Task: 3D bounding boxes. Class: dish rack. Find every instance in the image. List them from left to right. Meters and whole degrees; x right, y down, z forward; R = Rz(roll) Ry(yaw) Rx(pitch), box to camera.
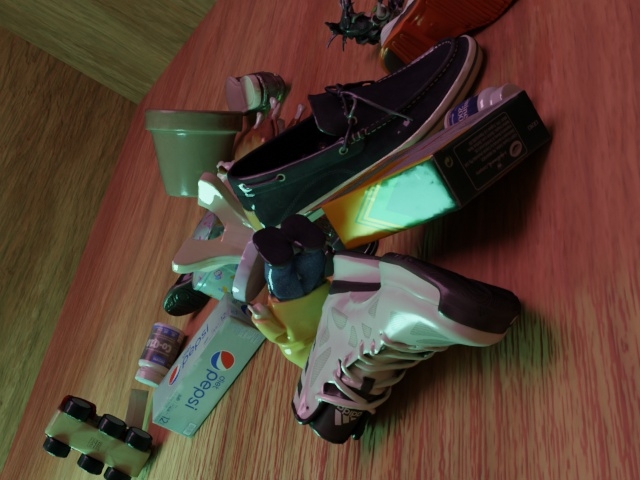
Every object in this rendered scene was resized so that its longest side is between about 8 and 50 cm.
[{"bbox_3d":[0.000,0.000,1.638,0.208,0.074,0.272,-50,23,22],"label":"dish rack"}]

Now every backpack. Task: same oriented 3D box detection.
[{"bbox_3d":[-0.214,0.031,1.964,0.166,0.144,0.189,-127,58,-71],"label":"backpack"}]

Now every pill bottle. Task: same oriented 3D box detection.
[{"bbox_3d":[-0.373,0.266,2.108,0.078,0.078,0.137,-20,46,58],"label":"pill bottle"},{"bbox_3d":[0.242,-0.184,1.334,0.120,0.067,0.067,-26,41,55],"label":"pill bottle"}]

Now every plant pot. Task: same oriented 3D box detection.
[{"bbox_3d":[-0.335,-0.235,2.431,0.263,0.262,0.230,-161,70,-68],"label":"plant pot"}]

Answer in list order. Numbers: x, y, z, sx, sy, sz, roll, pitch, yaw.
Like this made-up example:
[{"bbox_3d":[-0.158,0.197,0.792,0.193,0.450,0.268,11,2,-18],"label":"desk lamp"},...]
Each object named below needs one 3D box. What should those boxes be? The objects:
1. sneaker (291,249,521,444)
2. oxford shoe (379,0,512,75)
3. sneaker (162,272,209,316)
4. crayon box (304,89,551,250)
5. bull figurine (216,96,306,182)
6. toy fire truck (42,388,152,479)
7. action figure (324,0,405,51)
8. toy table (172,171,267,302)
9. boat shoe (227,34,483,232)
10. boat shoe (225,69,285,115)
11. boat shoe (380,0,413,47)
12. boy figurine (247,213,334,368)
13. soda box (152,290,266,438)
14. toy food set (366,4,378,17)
[{"bbox_3d":[0.096,0.157,1.171,0.447,0.169,0.258,-178,107,-74],"label":"sneaker"},{"bbox_3d":[0.231,-0.428,1.582,0.363,0.130,0.133,-35,27,47],"label":"oxford shoe"},{"bbox_3d":[-0.286,0.075,2.147,0.227,0.087,0.130,-51,22,15],"label":"sneaker"},{"bbox_3d":[0.143,-0.087,1.295,0.203,0.083,0.323,-36,8,-32],"label":"crayon box"},{"bbox_3d":[-0.146,-0.225,2.178,0.310,0.101,0.189,-18,46,60],"label":"bull figurine"},{"bbox_3d":[-0.467,0.400,2.001,0.159,0.217,0.246,-62,7,-2],"label":"toy fire truck"},{"bbox_3d":[0.116,-0.488,1.866,0.275,0.164,0.141,-21,66,46],"label":"action figure"},{"bbox_3d":[-0.161,-0.013,1.772,0.274,0.160,0.252,-58,-16,-54],"label":"toy table"},{"bbox_3d":[0.052,-0.194,1.546,0.500,0.156,0.187,-35,26,14],"label":"boat shoe"},{"bbox_3d":[-0.185,-0.404,2.489,0.324,0.096,0.117,-171,68,-70],"label":"boat shoe"},{"bbox_3d":[0.174,-0.416,1.773,0.184,0.066,0.063,-27,54,51],"label":"boat shoe"},{"bbox_3d":[-0.028,0.092,1.423,0.177,0.285,0.092,-28,50,-18],"label":"boy figurine"},{"bbox_3d":[-0.219,0.244,1.785,0.286,0.091,0.098,-54,23,18],"label":"soda box"},{"bbox_3d":[0.110,-0.484,2.044,0.083,0.020,0.083,-42,29,40],"label":"toy food set"}]
